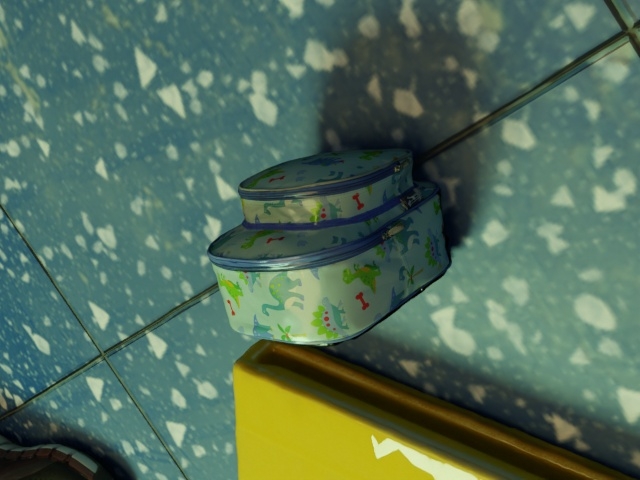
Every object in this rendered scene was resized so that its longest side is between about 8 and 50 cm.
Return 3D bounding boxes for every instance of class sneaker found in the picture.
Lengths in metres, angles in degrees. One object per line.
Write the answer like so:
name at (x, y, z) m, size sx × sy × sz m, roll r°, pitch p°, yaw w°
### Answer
sneaker at (-0.321, 0.269, 0.778) m, size 0.282 × 0.162 × 0.106 m, roll 1°, pitch 114°, yaw 36°

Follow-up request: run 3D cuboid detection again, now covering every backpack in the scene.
backpack at (0.000, 0.000, 0.429) m, size 0.105 × 0.114 × 0.084 m, roll 0°, pitch 114°, yaw 37°

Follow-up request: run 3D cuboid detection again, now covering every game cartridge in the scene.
game cartridge at (0.070, 0.246, 0.562) m, size 0.285 × 0.053 × 0.323 m, roll 19°, pitch 126°, yaw 27°
